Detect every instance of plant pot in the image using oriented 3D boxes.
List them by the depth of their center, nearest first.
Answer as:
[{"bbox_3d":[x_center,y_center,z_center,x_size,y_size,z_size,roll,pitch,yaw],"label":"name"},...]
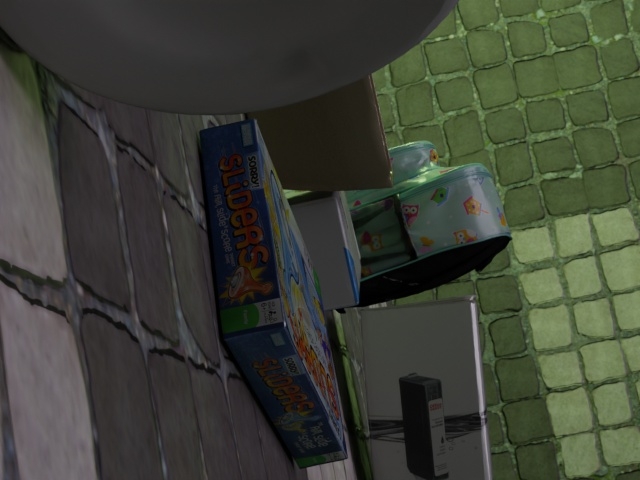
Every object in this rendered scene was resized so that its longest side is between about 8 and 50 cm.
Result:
[{"bbox_3d":[-0.002,-0.089,1.040,0.109,0.096,0.109,-68,146,-82],"label":"plant pot"}]

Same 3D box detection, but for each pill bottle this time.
[{"bbox_3d":[-0.043,-0.200,0.481,0.161,0.161,0.283,70,9,-58],"label":"pill bottle"}]

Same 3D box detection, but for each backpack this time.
[{"bbox_3d":[0.086,-0.017,1.330,0.166,0.188,0.145,47,31,-79],"label":"backpack"}]

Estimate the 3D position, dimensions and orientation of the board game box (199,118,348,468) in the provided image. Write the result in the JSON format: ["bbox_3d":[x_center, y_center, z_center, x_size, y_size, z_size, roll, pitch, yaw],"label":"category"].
[{"bbox_3d":[-0.026,0.039,0.824,0.201,0.035,0.136,69,10,-60],"label":"board game box"}]

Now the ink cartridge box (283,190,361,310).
[{"bbox_3d":[0.000,0.000,1.110,0.122,0.052,0.089,-73,151,-77],"label":"ink cartridge box"}]

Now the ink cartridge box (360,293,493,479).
[{"bbox_3d":[0.109,0.194,1.351,0.197,0.114,0.273,31,56,-83],"label":"ink cartridge box"}]
